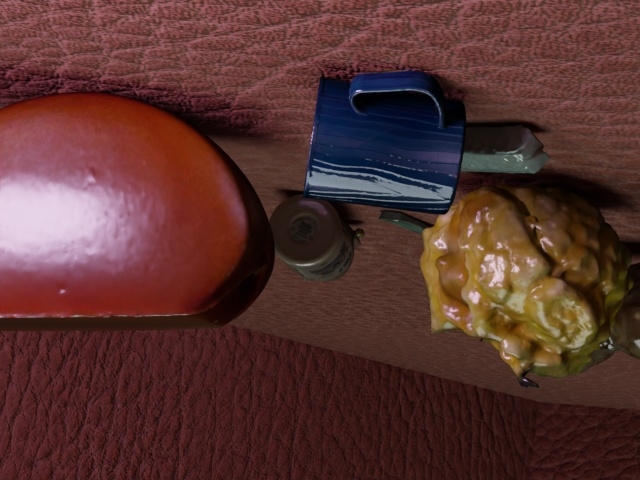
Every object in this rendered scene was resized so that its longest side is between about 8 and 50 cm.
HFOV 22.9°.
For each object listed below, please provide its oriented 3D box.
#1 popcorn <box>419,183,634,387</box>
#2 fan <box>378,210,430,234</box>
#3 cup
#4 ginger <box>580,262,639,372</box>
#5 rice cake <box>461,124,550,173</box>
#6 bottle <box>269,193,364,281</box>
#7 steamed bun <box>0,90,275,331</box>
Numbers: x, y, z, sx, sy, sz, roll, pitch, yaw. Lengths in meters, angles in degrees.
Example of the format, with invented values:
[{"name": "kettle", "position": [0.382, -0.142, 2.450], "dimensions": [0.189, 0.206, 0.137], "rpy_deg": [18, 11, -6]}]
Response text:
[{"name": "popcorn", "position": [0.227, 0.049, 1.777], "dimensions": [0.249, 0.225, 0.249], "rpy_deg": [13, 175, 1]}, {"name": "fan", "position": [0.151, -0.010, 2.128], "dimensions": [0.038, 0.016, 0.193], "rpy_deg": [4, 169, 46]}, {"name": "cup", "position": [0.060, -0.088, 1.452], "dimensions": [0.138, 0.113, 0.150], "rpy_deg": [8, 172, -1]}, {"name": "ginger", "position": [0.325, 0.095, 2.115], "dimensions": [0.256, 0.176, 0.375], "rpy_deg": [6, 174, -17]}, {"name": "rice cake", "position": [0.115, -0.091, 1.588], "dimensions": [0.245, 0.042, 0.045], "rpy_deg": [3, 156, 39]}, {"name": "bottle", "position": [0.000, 0.000, 2.122], "dimensions": [0.110, 0.097, 0.209], "rpy_deg": [-35, 167, 2]}, {"name": "steamed bun", "position": [-0.245, -0.030, 1.704], "dimensions": [0.379, 0.248, 0.235], "rpy_deg": [-2, 172, 6]}]
